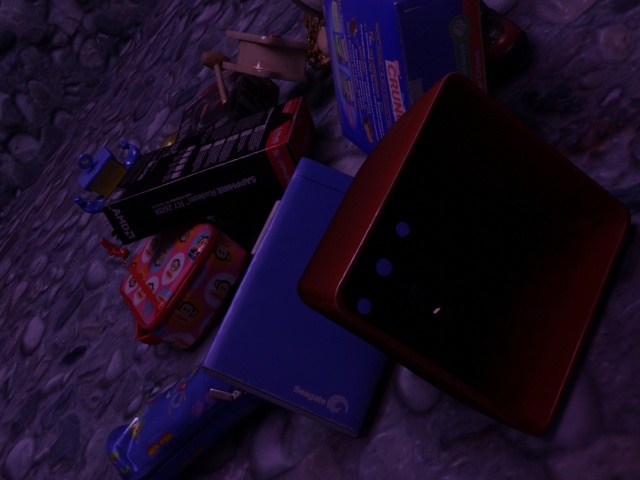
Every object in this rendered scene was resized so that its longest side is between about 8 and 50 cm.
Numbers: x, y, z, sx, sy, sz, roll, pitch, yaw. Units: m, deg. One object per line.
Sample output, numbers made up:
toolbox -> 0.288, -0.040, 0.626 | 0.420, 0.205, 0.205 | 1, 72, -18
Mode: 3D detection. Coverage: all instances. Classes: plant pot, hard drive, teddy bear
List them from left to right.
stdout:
hard drive -> 0.008, 0.064, 1.010 | 0.040, 0.210, 0.319 | 105, -171, -67
teddy bear -> 0.041, -0.457, 1.550 | 0.338, 0.113, 0.245 | -140, 60, -78
plant pot -> 0.126, 0.024, 0.853 | 0.267, 0.267, 0.235 | -62, 18, -16

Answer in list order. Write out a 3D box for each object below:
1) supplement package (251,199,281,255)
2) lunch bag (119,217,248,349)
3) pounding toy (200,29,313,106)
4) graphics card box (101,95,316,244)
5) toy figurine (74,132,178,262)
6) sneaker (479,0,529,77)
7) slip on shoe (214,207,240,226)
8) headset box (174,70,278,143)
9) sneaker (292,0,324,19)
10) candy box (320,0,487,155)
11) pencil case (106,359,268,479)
supplement package -> 0.000, 0.000, 1.168 | 0.179, 0.105, 0.105 | -7, 53, 51
lunch bag -> -0.271, 0.075, 1.452 | 0.258, 0.120, 0.293 | -57, 29, -2
pounding toy -> -0.118, -0.345, 1.587 | 0.269, 0.154, 0.155 | 25, 111, 48
graphics card box -> -0.196, -0.132, 1.428 | 0.370, 0.094, 0.233 | -17, 27, 14
toy figurine -> -0.469, -0.155, 1.849 | 0.363, 0.217, 0.191 | -51, 31, 2
sneaker -> 0.218, -0.342, 1.208 | 0.097, 0.135, 0.276 | -45, 32, 8
slip on shoe -> -0.190, -0.064, 1.547 | 0.041, 0.051, 0.135 | -58, 23, 32
headset box -> -0.212, -0.250, 1.709 | 0.218, 0.110, 0.293 | -31, 37, 30
sneaker -> 0.098, -0.567, 1.323 | 0.411, 0.158, 0.182 | -61, 6, -20
candy box -> 0.113, -0.239, 1.097 | 0.122, 0.268, 0.317 | -16, 29, -10
pencil case -> -0.182, 0.252, 1.131 | 0.306, 0.119, 0.133 | -41, 10, 19
